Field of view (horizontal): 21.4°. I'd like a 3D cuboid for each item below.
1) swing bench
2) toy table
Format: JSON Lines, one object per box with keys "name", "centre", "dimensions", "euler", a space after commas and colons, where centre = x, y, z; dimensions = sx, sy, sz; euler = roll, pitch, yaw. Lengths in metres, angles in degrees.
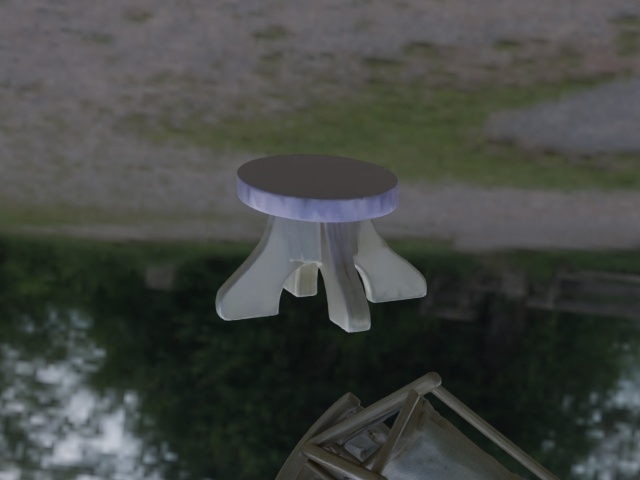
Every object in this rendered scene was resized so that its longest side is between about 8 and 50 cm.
{"name": "swing bench", "centre": [0.120, 0.303, 1.987], "dimensions": [0.253, 0.165, 0.255], "euler": [40, 152, -18]}
{"name": "toy table", "centre": [0.000, 0.000, 1.967], "dimensions": [0.252, 0.160, 0.274], "euler": [-3, -167, -6]}
